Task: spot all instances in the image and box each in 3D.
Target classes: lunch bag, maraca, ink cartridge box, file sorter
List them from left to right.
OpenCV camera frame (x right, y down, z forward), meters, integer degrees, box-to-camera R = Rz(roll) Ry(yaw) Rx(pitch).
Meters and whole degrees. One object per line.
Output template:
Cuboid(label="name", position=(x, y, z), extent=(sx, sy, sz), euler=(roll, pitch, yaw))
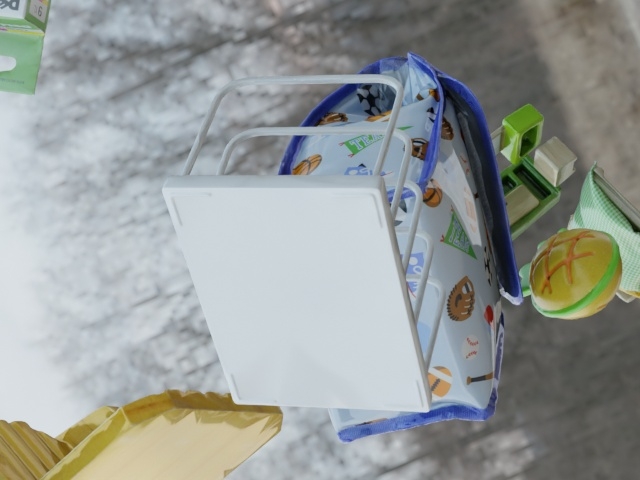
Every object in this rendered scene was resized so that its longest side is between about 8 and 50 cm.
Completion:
Cuboid(label="ink cartridge box", position=(-0.289, -0.239, 1.481), extent=(0.062, 0.109, 0.209), euler=(23, -104, -78))
Cuboid(label="file sorter", position=(0.000, 0.000, 1.573), extent=(0.173, 0.193, 0.277), euler=(-73, -23, -44))
Cuboid(label="lunch bag", position=(0.104, -0.008, 2.035), extent=(0.385, 0.239, 0.328), euler=(-72, -31, -60))
Cuboid(label="maraca", position=(0.304, 0.037, 2.108), extent=(0.099, 0.127, 0.186), euler=(43, 173, -22))

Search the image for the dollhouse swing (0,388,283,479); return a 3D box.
Cuboid(label="dollhouse swing", position=(-0.280, 0.219, 2.074), extent=(0.315, 0.305, 0.347), euler=(43, -163, 30))

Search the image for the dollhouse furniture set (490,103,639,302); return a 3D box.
Cuboid(label="dollhouse furniture set", position=(0.346, -0.021, 2.517), extent=(0.301, 0.151, 0.197), euler=(47, 163, 23))
